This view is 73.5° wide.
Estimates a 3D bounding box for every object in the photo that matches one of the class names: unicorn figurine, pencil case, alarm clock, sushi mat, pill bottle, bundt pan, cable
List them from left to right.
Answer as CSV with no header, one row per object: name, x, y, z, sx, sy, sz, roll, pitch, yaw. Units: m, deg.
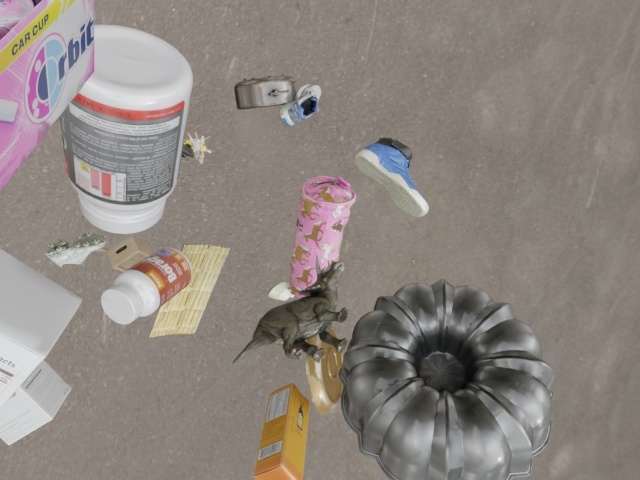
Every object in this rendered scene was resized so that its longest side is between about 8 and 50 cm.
pill bottle,-0.372,-0.187,0.817,0.210,0.363,0.210,14,48,-16
pill bottle,-0.422,0.110,1.053,0.216,0.121,0.121,-51,126,-61
cable,-0.568,-0.394,1.661,0.287,0.139,0.072,30,70,-54
sushi mat,-0.381,0.147,1.251,0.151,0.019,0.316,10,112,-46
unicorn figurine,-0.457,-0.355,1.597,0.060,0.111,0.162,-1,67,-1
alarm clock,-0.104,-0.298,0.862,0.129,0.192,0.064,-13,113,-18
pencil case,0.000,0.000,1.287,0.160,0.167,0.386,11,127,3
bundt pan,0.183,0.192,0.644,0.331,0.331,0.124,-37,142,-20

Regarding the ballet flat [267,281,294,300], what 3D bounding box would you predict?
ballet flat,-0.161,0.233,1.951,0.086,0.248,0.086,0,90,14

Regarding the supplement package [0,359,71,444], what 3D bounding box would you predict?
supplement package,-0.806,0.372,1.108,0.139,0.134,0.244,-32,109,0

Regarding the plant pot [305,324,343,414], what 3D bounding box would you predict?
plant pot,0.019,0.311,1.078,0.032,0.236,0.236,-8,104,17

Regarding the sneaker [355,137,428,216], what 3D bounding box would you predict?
sneaker,0.139,-0.113,0.717,0.084,0.058,0.152,-40,72,-22

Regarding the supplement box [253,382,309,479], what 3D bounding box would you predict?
supplement box,-0.081,0.435,0.959,0.080,0.233,0.078,-28,109,16

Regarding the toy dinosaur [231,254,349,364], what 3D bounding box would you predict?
toy dinosaur,-0.045,0.168,0.856,0.313,0.160,0.121,-33,127,-27

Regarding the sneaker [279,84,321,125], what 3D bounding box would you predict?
sneaker,-0.023,-0.269,0.848,0.135,0.058,0.052,-59,134,-38

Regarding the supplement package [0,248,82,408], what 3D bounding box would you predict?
supplement package,-0.473,0.148,0.505,0.198,0.199,0.262,40,87,-21

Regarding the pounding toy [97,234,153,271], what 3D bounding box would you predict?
pounding toy,-0.704,0.047,1.535,0.141,0.130,0.100,-33,71,-2

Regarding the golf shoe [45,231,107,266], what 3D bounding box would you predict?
golf shoe,-0.721,0.031,1.289,0.176,0.069,0.086,-12,132,-2

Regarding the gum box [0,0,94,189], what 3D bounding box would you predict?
gum box,-0.231,-0.131,0.309,0.062,0.107,0.188,18,49,-15
